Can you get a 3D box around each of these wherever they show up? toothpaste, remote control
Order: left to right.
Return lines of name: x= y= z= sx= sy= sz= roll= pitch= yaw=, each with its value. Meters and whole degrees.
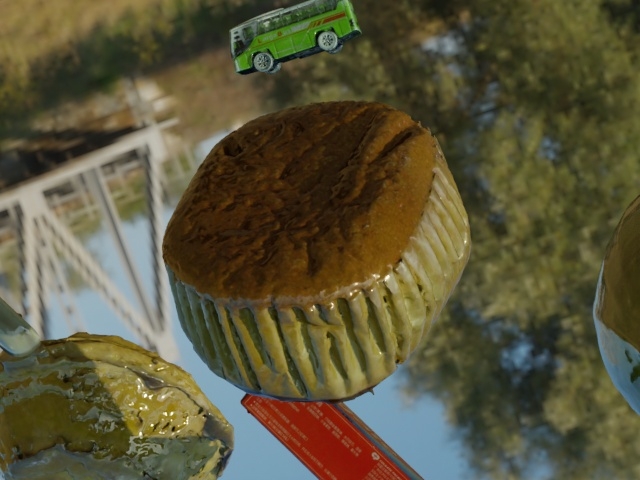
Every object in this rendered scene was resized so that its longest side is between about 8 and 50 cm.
remote control: x=-0.385 y=0.000 z=1.360 sx=0.038 sy=0.309 sz=0.090 roll=-48 pitch=180 yaw=-15
toothpaste: x=0.062 y=0.238 z=1.364 sx=0.066 sy=0.320 sz=0.076 roll=-47 pitch=172 yaw=2

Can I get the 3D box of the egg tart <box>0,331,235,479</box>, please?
egg tart: x=-0.271 y=0.247 z=1.723 sx=0.341 sy=0.341 sz=0.132 roll=-16 pitch=-136 yaw=23

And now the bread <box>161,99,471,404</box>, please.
bread: x=0.000 y=0.000 z=1.172 sx=0.227 sy=0.142 sz=0.253 roll=7 pitch=-132 yaw=27

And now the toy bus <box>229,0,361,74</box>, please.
toy bus: x=-0.017 y=-0.131 z=0.921 sx=0.083 sy=0.037 sz=0.031 roll=-17 pitch=180 yaw=9

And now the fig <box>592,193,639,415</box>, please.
fig: x=0.380 y=0.065 z=1.313 sx=0.316 sy=0.316 sz=0.316 roll=-19 pitch=-172 yaw=3
